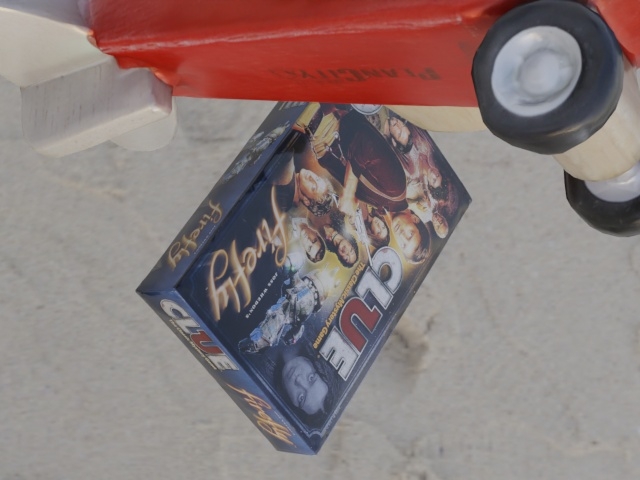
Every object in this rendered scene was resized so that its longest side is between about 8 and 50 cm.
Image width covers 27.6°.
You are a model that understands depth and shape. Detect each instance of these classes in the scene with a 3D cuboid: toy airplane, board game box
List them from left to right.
[{"bbox_3d":[0.000,0.000,0.890,0.165,0.042,0.243,52,55,-29],"label":"board game box"},{"bbox_3d":[0.001,-0.161,0.638,0.385,0.386,0.272,15,79,-14],"label":"toy airplane"}]
